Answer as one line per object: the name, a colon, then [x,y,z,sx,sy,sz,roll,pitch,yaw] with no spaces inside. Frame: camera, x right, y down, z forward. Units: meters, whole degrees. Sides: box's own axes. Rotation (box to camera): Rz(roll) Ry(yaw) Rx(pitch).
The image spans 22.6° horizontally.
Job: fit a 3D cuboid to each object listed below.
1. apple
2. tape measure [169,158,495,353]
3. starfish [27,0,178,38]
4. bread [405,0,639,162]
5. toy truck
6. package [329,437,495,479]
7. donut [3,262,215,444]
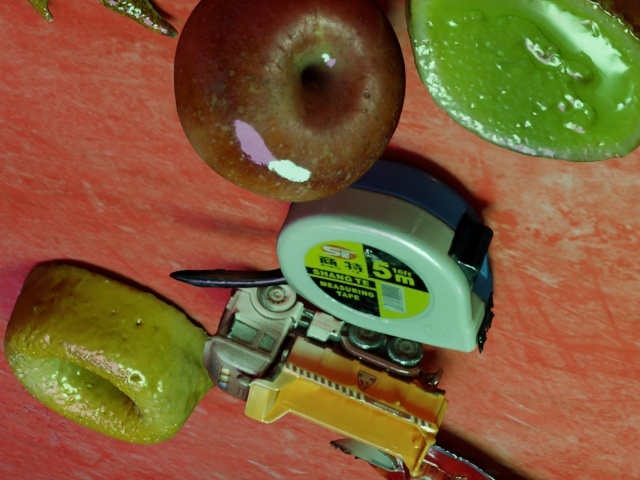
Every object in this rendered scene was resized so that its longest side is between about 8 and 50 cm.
apple: [-0.028,-0.131,1.333,0.201,0.201,0.162,38,164,-19]
tape measure: [0.000,0.000,1.592,0.351,0.098,0.215,11,147,17]
starfish: [-0.217,-0.255,1.432,0.227,0.043,0.240,33,150,-10]
bread: [0.173,-0.157,1.279,0.236,0.070,0.236,18,148,12]
toy truck: [0.007,0.150,1.769,0.270,0.135,0.114,23,148,4]
package: [0.148,0.294,1.947,0.269,0.071,0.194,33,162,-19]
donut: [-0.266,0.151,1.982,0.277,0.108,0.277,18,147,12]
